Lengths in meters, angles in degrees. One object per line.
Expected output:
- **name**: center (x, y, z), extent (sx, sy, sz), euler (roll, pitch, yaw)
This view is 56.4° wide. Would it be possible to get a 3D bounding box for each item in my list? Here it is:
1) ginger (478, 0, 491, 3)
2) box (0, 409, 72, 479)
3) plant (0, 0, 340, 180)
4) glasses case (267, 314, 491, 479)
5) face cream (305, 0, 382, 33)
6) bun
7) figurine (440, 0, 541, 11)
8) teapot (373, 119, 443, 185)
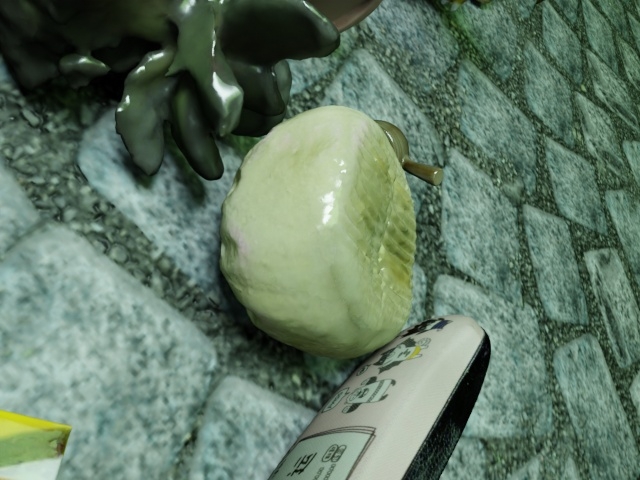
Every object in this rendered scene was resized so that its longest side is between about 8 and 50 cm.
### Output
- **ginger**: center (0.276, -0.474, 0.983), extent (0.213, 0.074, 0.137), euler (-44, 112, -40)
- **box**: center (-0.221, 0.180, 0.209), extent (0.168, 0.097, 0.265), euler (29, 55, -30)
- **plant**: center (-0.124, -0.178, 0.403), extent (0.276, 0.199, 0.188), euler (53, 51, -6)
- **glasses case**: center (0.035, 0.156, 0.440), extent (0.075, 0.122, 0.314), euler (52, 45, -4)
- **face cream**: center (-0.018, -0.269, 0.561), extent (0.149, 0.149, 0.104), euler (-5, 76, -44)
- **bun**: center (0.000, 0.000, 0.476), extent (0.193, 0.128, 0.178), euler (45, 49, -53)
- **figurine**: center (0.113, -0.491, 0.704), extent (0.387, 0.268, 0.401), euler (20, 69, -52)
- **teapot**: center (0.071, -0.072, 0.600), extent (0.080, 0.110, 0.085), euler (-27, 136, -59)
